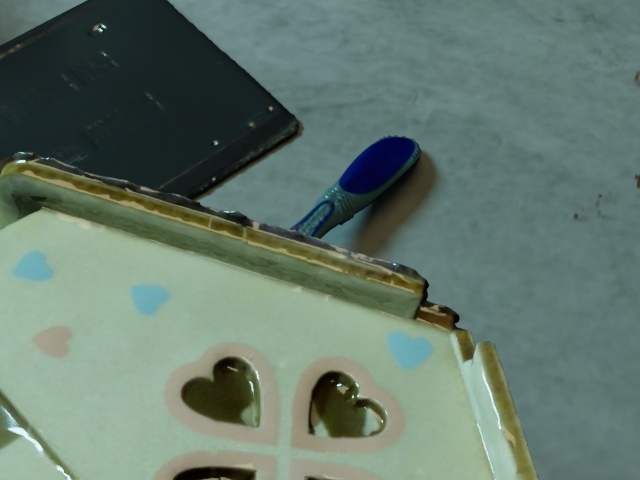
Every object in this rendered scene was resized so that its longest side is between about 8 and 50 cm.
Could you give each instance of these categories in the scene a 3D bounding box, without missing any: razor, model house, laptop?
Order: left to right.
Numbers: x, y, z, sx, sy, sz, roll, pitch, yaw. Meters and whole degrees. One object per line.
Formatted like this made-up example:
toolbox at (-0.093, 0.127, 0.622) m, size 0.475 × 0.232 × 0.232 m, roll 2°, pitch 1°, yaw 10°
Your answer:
laptop at (-0.124, -0.048, 0.580) m, size 0.197 × 0.016 × 0.135 m, roll -36°, pitch 63°, yaw -24°
model house at (-0.060, 0.106, 0.390) m, size 0.244 × 0.169 × 0.326 m, roll -33°, pitch 63°, yaw -31°
razor at (0.000, -0.002, 0.542) m, size 0.044 × 0.028 × 0.154 m, roll 31°, pitch 59°, yaw 20°
